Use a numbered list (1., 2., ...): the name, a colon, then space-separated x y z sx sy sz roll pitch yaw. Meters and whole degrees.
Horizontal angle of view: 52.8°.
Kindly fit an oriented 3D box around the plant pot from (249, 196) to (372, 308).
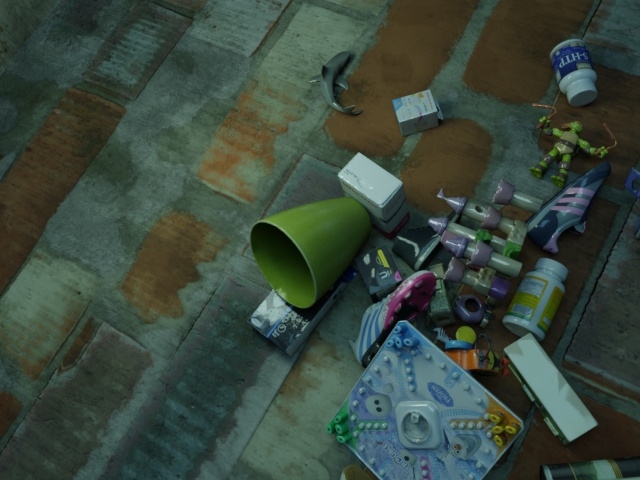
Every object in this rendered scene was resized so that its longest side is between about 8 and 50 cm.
1. plant pot: 0.000 0.000 1.827 0.293 0.275 0.274 -33 61 -30

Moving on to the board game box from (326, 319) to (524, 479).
1. board game box: 0.240 0.469 1.620 0.390 0.050 0.390 40 111 24

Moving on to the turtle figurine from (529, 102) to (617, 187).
1. turtle figurine: 0.713 -0.280 1.918 0.269 0.087 0.217 31 85 14

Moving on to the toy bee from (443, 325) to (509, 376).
1. toy bee: 0.396 0.330 1.666 0.162 0.298 0.196 17 87 -20

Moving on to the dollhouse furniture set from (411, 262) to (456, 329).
1. dollhouse furniture set: 0.279 0.152 1.818 0.160 0.101 0.182 -16 56 15

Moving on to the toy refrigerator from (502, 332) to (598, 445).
1. toy refrigerator: 0.579 0.383 1.656 0.094 0.102 0.270 -31 65 -2

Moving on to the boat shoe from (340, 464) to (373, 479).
1. boat shoe: 0.120 0.708 1.626 0.096 0.098 0.277 -50 61 38

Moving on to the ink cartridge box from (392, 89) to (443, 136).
1. ink cartridge box: 0.314 -0.411 2.065 0.143 0.090 0.092 -16 64 7

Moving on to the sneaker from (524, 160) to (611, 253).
1. sneaker: 0.725 -0.091 1.838 0.319 0.112 0.131 -40 81 -2

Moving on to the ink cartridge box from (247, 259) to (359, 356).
1. ink cartridge box: -0.050 0.165 1.919 0.165 0.065 0.333 34 77 24

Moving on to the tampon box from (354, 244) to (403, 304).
1. tampon box: 0.174 0.109 1.835 0.101 0.161 0.121 -24 64 2

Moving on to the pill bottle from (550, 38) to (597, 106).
1. pill bottle: 0.786 -0.514 1.988 0.111 0.112 0.187 -11 65 8

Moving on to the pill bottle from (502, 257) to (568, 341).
1. pill bottle: 0.587 0.157 1.742 0.117 0.118 0.209 24 75 21

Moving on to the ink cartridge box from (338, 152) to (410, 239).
1. ink cartridge box: 0.161 -0.127 1.897 0.172 0.237 0.100 38 80 24

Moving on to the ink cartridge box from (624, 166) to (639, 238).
1. ink cartridge box: 0.992 -0.080 1.664 0.395 0.270 0.151 17 70 19

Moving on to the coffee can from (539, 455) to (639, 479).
1. coffee can: 0.667 0.607 1.482 0.275 0.201 0.202 -9 65 9

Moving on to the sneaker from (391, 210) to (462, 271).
1. sneaker: 0.313 -0.024 1.903 0.118 0.083 0.222 38 81 25

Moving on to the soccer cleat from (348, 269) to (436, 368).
1. soccer cleat: 0.184 0.197 1.765 0.331 0.116 0.143 -57 39 14

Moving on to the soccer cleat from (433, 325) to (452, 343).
1. soccer cleat: 0.345 0.275 1.799 0.035 0.029 0.083 -30 60 8

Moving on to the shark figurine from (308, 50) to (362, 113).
1. shark figurine: 0.036 -0.529 2.171 0.166 0.116 0.279 -13 63 9

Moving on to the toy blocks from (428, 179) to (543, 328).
1. toy blocks: 0.398 0.017 1.735 0.259 0.309 0.289 22 57 10
